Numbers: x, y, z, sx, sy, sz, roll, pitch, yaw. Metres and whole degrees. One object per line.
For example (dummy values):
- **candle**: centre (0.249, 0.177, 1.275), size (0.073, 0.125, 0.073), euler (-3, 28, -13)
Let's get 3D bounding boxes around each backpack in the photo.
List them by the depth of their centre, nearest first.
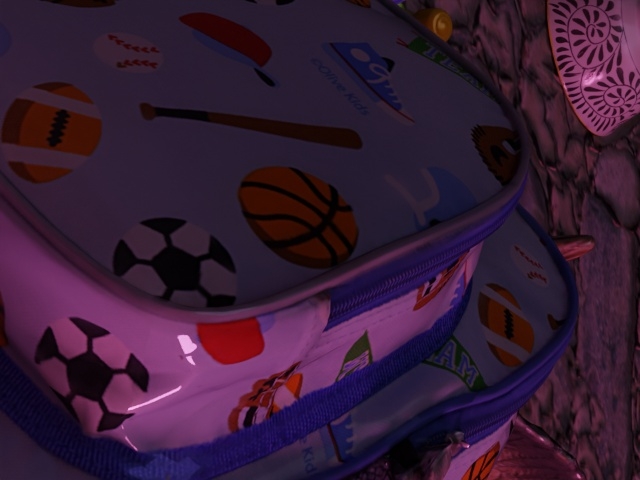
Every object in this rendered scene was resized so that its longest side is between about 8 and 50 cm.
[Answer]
- **backpack**: centre (-0.059, 0.012, 0.454), size (0.276, 0.213, 0.263), euler (46, 31, 22)

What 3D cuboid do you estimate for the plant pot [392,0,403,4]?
- **plant pot**: centre (-0.046, -0.213, 0.760), size (0.212, 0.236, 0.236), euler (59, 35, -16)

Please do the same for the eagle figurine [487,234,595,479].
- **eagle figurine**: centre (0.012, 0.085, 0.768), size (0.225, 0.226, 0.298), euler (34, 21, -1)

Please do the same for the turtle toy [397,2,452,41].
- **turtle toy**: centre (0.042, -0.121, 1.007), size (0.066, 0.095, 0.130), euler (-49, 123, -28)

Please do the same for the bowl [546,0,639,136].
- **bowl**: centre (0.284, -0.188, 1.418), size (0.170, 0.080, 0.170), euler (27, 57, -53)
